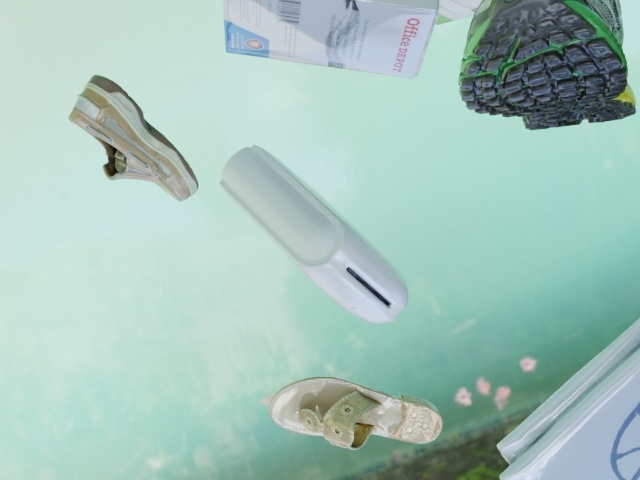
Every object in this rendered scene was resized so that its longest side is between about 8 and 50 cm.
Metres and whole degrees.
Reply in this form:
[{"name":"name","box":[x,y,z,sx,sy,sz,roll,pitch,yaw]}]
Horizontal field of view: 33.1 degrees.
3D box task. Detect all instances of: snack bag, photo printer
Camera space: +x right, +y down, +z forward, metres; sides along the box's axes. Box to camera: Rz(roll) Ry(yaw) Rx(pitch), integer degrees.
[{"name":"snack bag","box":[0.320,0.147,0.775,0.323,0.037,0.342,-43,121,-3]},{"name":"photo printer","box":[0.000,0.000,1.713,0.107,0.307,0.256,-47,140,1]}]

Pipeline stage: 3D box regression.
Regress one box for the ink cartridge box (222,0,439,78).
[{"name":"ink cartridge box","box":[0.014,-0.363,1.618,0.307,0.129,0.223,8,163,-2]}]

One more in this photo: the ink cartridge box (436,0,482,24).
[{"name":"ink cartridge box","box":[0.238,-0.517,2.032,0.198,0.115,0.273,24,170,-26]}]

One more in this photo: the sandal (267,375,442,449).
[{"name":"sandal","box":[0.051,0.242,1.448,0.240,0.088,0.079,8,-165,-7]}]

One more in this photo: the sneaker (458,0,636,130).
[{"name":"sneaker","box":[0.195,-0.183,0.941,0.134,0.146,0.343,-8,178,18]}]

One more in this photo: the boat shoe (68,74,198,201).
[{"name":"boat shoe","box":[-0.205,-0.092,1.157,0.072,0.068,0.190,-56,134,-16]}]
